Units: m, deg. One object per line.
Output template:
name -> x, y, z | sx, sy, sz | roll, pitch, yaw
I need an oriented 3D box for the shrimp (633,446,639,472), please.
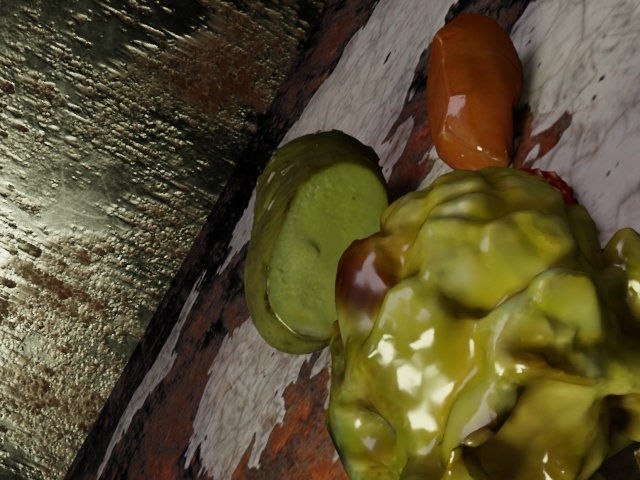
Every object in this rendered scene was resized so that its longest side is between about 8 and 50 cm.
shrimp -> 0.147, 0.119, 0.365 | 0.051, 0.115, 0.217 | -21, 21, 12

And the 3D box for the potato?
potato -> 0.000, 0.000, 1.100 | 0.298, 0.141, 0.176 | -88, 16, -49

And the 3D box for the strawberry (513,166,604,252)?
strawberry -> 0.127, -0.001, 0.748 | 0.121, 0.082, 0.188 | -57, 11, 4

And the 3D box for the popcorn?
popcorn -> 0.091, 0.074, 0.546 | 0.189, 0.169, 0.218 | -158, 60, -71

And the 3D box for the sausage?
sausage -> 0.136, -0.130, 0.972 | 0.089, 0.089, 0.179 | -48, 28, 43
